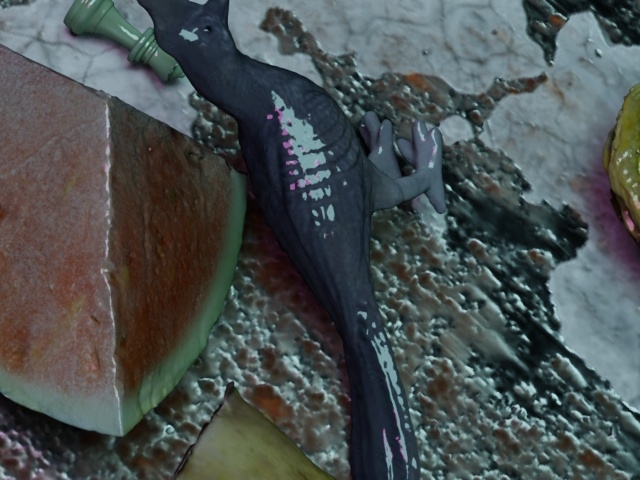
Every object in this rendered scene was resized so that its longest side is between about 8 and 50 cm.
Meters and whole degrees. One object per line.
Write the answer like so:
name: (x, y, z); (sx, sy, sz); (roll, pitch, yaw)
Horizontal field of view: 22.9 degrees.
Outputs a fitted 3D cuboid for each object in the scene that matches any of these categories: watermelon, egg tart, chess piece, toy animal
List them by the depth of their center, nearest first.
watermelon: (-0.161, -0.011, 0.989); (0.256, 0.176, 0.260); (9, 81, -18)
toy animal: (0.011, -0.028, 1.079); (0.206, 0.081, 0.367); (-36, 104, -49)
chess piece: (-0.136, -0.145, 1.131); (0.093, 0.042, 0.042); (36, 60, -4)
egg tart: (0.291, -0.041, 1.191); (0.191, 0.074, 0.191); (7, 62, -14)

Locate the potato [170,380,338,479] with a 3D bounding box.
potato: (-0.011, 0.252, 0.890); (0.266, 0.229, 0.229); (34, 60, -3)
